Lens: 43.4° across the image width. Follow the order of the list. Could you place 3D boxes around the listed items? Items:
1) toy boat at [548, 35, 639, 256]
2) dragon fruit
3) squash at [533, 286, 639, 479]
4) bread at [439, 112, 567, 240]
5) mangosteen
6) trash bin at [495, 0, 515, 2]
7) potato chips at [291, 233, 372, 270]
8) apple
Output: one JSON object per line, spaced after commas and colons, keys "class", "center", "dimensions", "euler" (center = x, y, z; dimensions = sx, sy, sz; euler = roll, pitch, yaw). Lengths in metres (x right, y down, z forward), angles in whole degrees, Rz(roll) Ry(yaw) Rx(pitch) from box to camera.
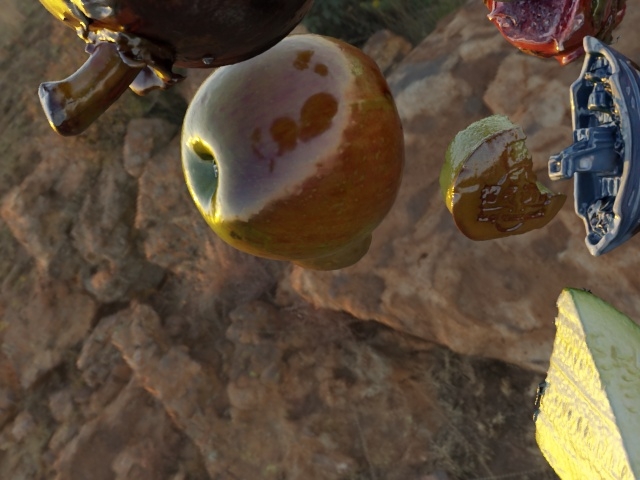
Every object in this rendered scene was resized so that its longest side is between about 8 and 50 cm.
{"class": "toy boat", "center": [0.391, -0.132, 1.131], "dimensions": [0.129, 0.143, 0.309], "euler": [-177, 85, -71]}
{"class": "dragon fruit", "center": [0.434, -0.466, 1.462], "dimensions": [0.269, 0.250, 0.291], "euler": [27, 42, 21]}
{"class": "squash", "center": [0.327, 0.187, 0.780], "dimensions": [0.288, 0.111, 0.203], "euler": [-126, 41, -70]}
{"class": "bread", "center": [0.204, -0.063, 0.949], "dimensions": [0.125, 0.156, 0.086], "euler": [-38, 36, 8]}
{"class": "mangosteen", "center": [-0.113, -0.187, 0.538], "dimensions": [0.235, 0.236, 0.261], "euler": [15, 85, 54]}
{"class": "trash bin", "center": [0.151, -0.329, 0.684], "dimensions": [0.209, 0.182, 0.290], "euler": [-61, 3, 24]}
{"class": "potato chips", "center": [0.000, 0.000, 1.482], "dimensions": [0.202, 0.150, 0.049], "euler": [-7, 27, 33]}
{"class": "apple", "center": [-0.044, -0.138, 1.204], "dimensions": [0.340, 0.339, 0.339], "euler": [-31, 39, 28]}
